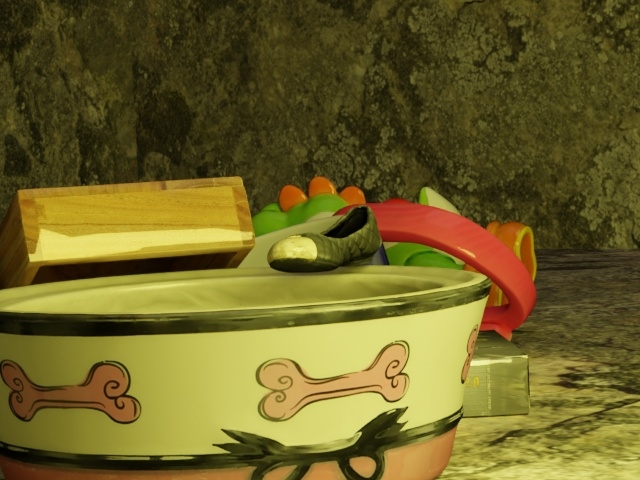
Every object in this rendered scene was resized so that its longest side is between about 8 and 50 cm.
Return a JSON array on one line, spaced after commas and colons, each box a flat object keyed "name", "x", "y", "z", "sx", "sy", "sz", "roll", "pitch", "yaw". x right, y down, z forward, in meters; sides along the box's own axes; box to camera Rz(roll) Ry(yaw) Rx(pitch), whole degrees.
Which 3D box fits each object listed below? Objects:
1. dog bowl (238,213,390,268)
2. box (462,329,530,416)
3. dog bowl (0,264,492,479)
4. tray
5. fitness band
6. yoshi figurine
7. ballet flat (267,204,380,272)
[{"name": "dog bowl", "x": -0.050, "y": 0.062, "z": 2.014, "sx": 0.264, "sy": 0.104, "sz": 0.265, "roll": -18, "pitch": 9, "yaw": 3}, {"name": "box", "x": 0.093, "y": 0.127, "z": 1.754, "sx": 0.183, "sy": 0.056, "sz": 0.231, "roll": -3, "pitch": 3, "yaw": -1}, {"name": "dog bowl", "x": -0.072, "y": 0.108, "z": 1.409, "sx": 0.407, "sy": 0.150, "sz": 0.408, "roll": -2, "pitch": 3, "yaw": 0}, {"name": "tray", "x": -0.224, "y": 0.056, "z": 1.734, "sx": 0.202, "sy": 0.076, "sz": 0.411, "roll": -4, "pitch": -21, "yaw": -23}, {"name": "fitness band", "x": 0.119, "y": 0.040, "z": 2.129, "sx": 0.290, "sy": 0.209, "sz": 0.054, "roll": -1, "pitch": 45, "yaw": 49}, {"name": "yoshi figurine", "x": 0.080, "y": 0.048, "z": 2.354, "sx": 0.362, "sy": 0.203, "sz": 0.203, "roll": 11, "pitch": -14, "yaw": 20}, {"name": "ballet flat", "x": 0.000, "y": 0.000, "z": 1.490, "sx": 0.057, "sy": 0.049, "sz": 0.173, "roll": -2, "pitch": 3, "yaw": 22}]
